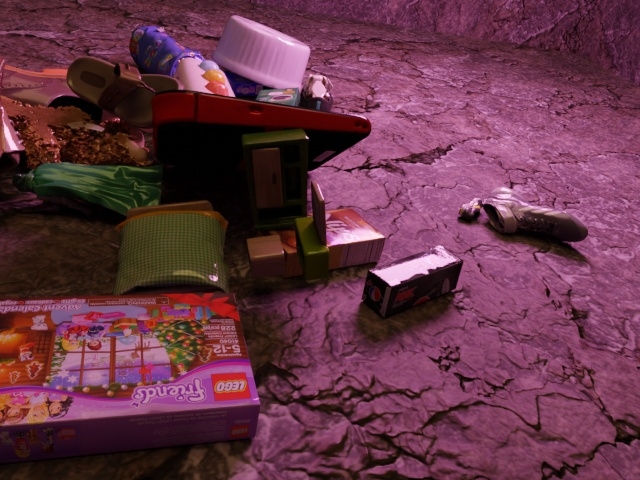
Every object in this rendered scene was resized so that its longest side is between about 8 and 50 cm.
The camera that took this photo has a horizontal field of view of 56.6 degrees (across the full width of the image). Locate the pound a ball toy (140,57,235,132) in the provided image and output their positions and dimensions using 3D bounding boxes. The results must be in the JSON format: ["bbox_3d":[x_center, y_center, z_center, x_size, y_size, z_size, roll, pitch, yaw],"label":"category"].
[{"bbox_3d":[-0.287,-0.322,1.311,0.208,0.136,0.319,18,24,-26],"label":"pound a ball toy"}]

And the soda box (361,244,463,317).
[{"bbox_3d":[0.145,0.061,0.923,0.169,0.060,0.053,-15,37,-36],"label":"soda box"}]

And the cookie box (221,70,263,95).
[{"bbox_3d":[-0.226,-0.449,1.700,0.092,0.040,0.107,-8,35,-32],"label":"cookie box"}]

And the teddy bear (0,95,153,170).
[{"bbox_3d":[-0.485,-0.181,1.114,0.338,0.113,0.245,-4,38,-38],"label":"teddy bear"}]

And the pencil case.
[{"bbox_3d":[-0.418,-0.499,1.636,0.119,0.133,0.306,14,20,-47],"label":"pencil case"}]

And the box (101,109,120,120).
[{"bbox_3d":[-0.437,-0.328,1.348,0.067,0.063,0.324,11,20,-16],"label":"box"}]

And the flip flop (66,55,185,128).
[{"bbox_3d":[-0.382,-0.295,1.126,0.277,0.112,0.080,24,-7,19],"label":"flip flop"}]

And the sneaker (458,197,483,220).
[{"bbox_3d":[0.317,-0.061,1.228,0.083,0.031,0.035,-25,59,-40],"label":"sneaker"}]

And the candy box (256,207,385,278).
[{"bbox_3d":[0.000,0.000,0.990,0.186,0.053,0.109,-8,35,-31],"label":"candy box"}]

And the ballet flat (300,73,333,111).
[{"bbox_3d":[-0.004,-0.395,1.623,0.095,0.096,0.280,4,30,-8],"label":"ballet flat"}]

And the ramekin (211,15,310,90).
[{"bbox_3d":[-0.164,-0.542,1.720,0.277,0.135,0.277,21,19,-8],"label":"ramekin"}]

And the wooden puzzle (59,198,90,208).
[{"bbox_3d":[-0.433,-0.073,1.020,0.083,0.006,0.049,20,31,14],"label":"wooden puzzle"}]

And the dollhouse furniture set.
[{"bbox_3d":[-0.152,-0.037,0.843,0.301,0.151,0.197,-7,36,-9],"label":"dollhouse furniture set"}]

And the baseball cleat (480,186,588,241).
[{"bbox_3d":[0.420,-0.034,1.188,0.206,0.072,0.109,28,51,29],"label":"baseball cleat"}]

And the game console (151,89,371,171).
[{"bbox_3d":[-0.127,-0.185,1.071,0.342,0.060,0.386,0,-2,-15],"label":"game console"}]

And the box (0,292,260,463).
[{"bbox_3d":[-0.229,0.140,0.668,0.293,0.057,0.201,0,32,-18],"label":"box"}]

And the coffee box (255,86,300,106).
[{"bbox_3d":[-0.115,-0.356,1.555,0.113,0.040,0.184,-4,29,4],"label":"coffee box"}]

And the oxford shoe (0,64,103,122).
[{"bbox_3d":[-0.617,-0.278,1.198,0.363,0.130,0.133,-17,47,-38],"label":"oxford shoe"}]

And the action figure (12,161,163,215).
[{"bbox_3d":[-0.386,-0.088,0.990,0.232,0.063,0.137,7,44,-17],"label":"action figure"}]

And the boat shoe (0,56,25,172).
[{"bbox_3d":[-0.530,-0.147,0.925,0.116,0.123,0.324,17,62,-33],"label":"boat shoe"}]
